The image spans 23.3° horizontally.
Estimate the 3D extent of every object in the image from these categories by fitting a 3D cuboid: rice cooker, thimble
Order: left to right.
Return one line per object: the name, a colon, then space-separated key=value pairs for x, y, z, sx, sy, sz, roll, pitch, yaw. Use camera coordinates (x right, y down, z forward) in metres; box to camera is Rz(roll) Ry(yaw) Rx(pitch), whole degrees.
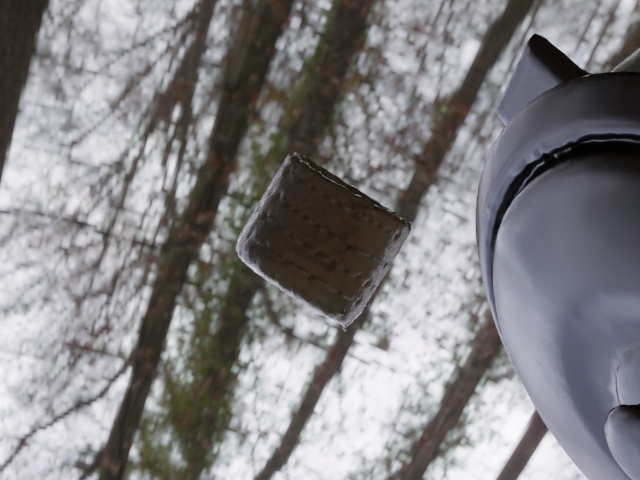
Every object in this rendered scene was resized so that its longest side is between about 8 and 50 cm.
thimble: x=0.000 y=0.000 z=1.090 sx=0.102 sy=0.090 sz=0.115 roll=30 pitch=-176 yaw=-9
rice cooker: x=0.190 y=0.014 z=0.583 sx=0.227 sy=0.241 sz=0.280 roll=-37 pitch=-106 yaw=-28
